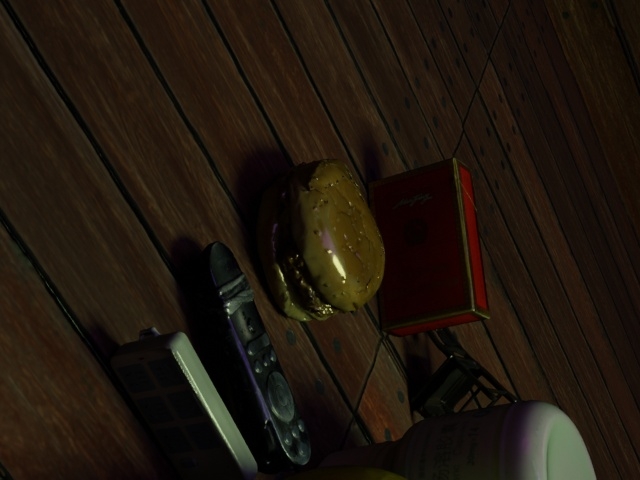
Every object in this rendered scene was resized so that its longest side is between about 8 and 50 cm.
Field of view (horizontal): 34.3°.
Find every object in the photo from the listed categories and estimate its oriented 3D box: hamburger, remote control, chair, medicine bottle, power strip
[{"bbox_3d":[0.001,0.002,1.320,0.214,0.108,0.214,46,34,-46],"label":"hamburger"},{"bbox_3d":[-0.088,0.132,1.146,0.090,0.066,0.266,-27,97,-75],"label":"remote control"},{"bbox_3d":[0.182,0.199,1.586,0.229,0.113,0.106,46,12,32],"label":"chair"},{"bbox_3d":[0.160,0.329,1.231,0.241,0.301,0.241,37,45,-49],"label":"medicine bottle"},{"bbox_3d":[-0.131,0.171,1.012,0.192,0.081,0.035,64,30,-21],"label":"power strip"}]

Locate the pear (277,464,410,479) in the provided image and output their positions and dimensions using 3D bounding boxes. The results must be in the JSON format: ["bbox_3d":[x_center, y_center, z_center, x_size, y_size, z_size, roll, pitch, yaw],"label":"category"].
[{"bbox_3d":[0.025,0.385,0.915,0.418,0.362,0.362,-105,174,-79],"label":"pear"}]

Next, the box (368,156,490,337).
[{"bbox_3d":[0.159,0.012,1.546,0.074,0.153,0.240,21,59,-52],"label":"box"}]
